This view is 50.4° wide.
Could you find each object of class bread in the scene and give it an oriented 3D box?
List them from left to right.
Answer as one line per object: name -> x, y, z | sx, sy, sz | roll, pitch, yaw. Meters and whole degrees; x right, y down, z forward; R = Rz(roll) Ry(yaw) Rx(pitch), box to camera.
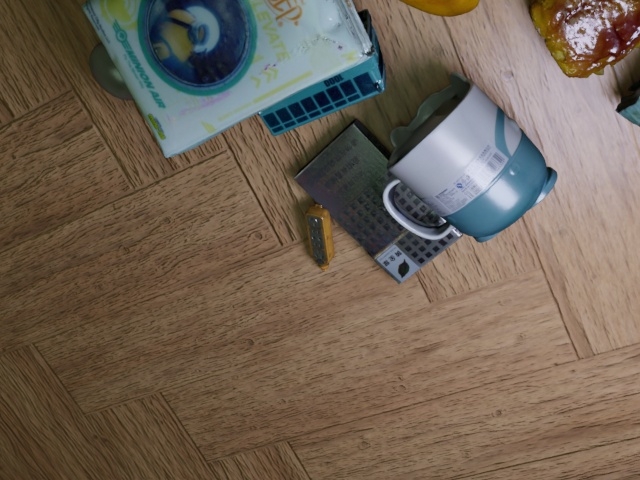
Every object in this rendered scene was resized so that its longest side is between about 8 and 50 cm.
bread -> 0.545, -0.432, 1.125 | 0.380, 0.109, 0.185 | -34, 105, 21

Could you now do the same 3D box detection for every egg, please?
egg -> -0.393, -0.336, 1.347 | 0.135, 0.103, 0.103 | 36, 116, -6

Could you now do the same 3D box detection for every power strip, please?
power strip -> 0.000, 0.000, 1.457 | 0.049, 0.028, 0.178 | 14, 136, 24

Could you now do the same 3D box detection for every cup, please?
cup -> 0.250, -0.125, 1.268 | 0.257, 0.219, 0.290 | 41, 121, -11

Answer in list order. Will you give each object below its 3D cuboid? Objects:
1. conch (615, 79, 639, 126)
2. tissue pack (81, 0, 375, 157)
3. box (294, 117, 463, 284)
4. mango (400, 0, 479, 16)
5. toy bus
conch -> 0.641, -0.288, 1.131 | 0.220, 0.277, 0.195 | -21, 96, -21
tissue pack -> -0.147, -0.343, 1.109 | 0.388, 0.162, 0.287 | -22, 106, 21
box -> 0.121, -0.076, 1.408 | 0.325, 0.047, 0.180 | 44, 115, -11
mango -> 0.136, -0.496, 1.137 | 0.350, 0.199, 0.201 | 36, 146, -22
toy bus -> -0.003, -0.307, 1.263 | 0.256, 0.128, 0.147 | -18, 132, 20
